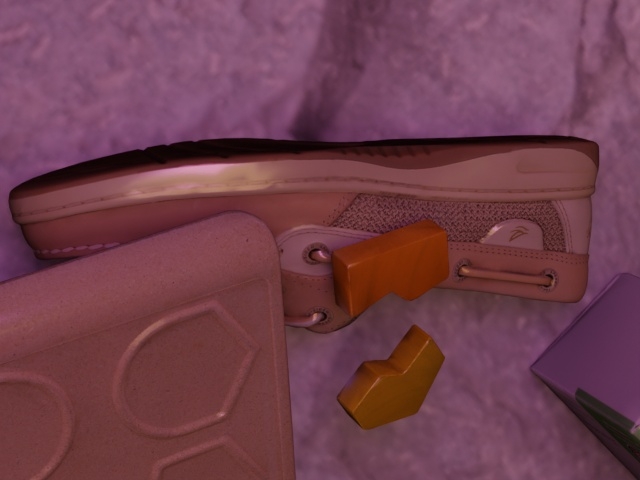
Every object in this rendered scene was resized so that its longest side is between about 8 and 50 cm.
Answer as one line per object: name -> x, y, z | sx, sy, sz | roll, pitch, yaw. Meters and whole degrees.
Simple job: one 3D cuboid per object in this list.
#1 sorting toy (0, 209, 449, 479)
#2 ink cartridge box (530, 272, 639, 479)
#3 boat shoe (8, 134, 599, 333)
sorting toy -> -0.071, 0.097, 0.840 | 0.307, 0.041, 0.229 | -18, 121, -22
ink cartridge box -> 0.251, 0.135, 0.969 | 0.092, 0.160, 0.219 | -45, 105, -3
boat shoe -> 0.000, 0.000, 0.904 | 0.341, 0.121, 0.110 | -3, 98, -16
